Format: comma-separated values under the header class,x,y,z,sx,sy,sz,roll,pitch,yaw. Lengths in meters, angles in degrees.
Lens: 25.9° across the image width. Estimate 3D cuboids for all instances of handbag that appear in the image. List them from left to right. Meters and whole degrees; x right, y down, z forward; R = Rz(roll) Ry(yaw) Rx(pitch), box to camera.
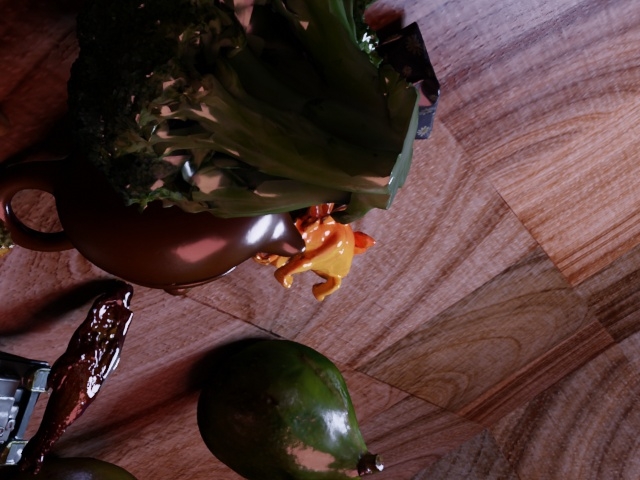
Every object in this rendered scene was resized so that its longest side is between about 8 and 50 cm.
class,x,y,z,sx,sy,sz,roll,pitch,yaw
handbag,0.035,-0.121,1.247,0.139,0.072,0.115,-21,162,-10

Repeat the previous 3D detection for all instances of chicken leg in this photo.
class,x,y,z,sx,sy,sz,roll,pitch,yaw
chicken leg,-0.235,0.130,1.351,0.205,0.053,0.093,-60,-171,-25

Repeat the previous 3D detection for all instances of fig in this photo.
class,x,y,z,sx,sy,sz,roll,pitch,yaw
fig,-0.036,0.232,1.727,0.195,0.245,0.195,-40,155,-23

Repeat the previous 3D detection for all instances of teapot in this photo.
class,x,y,z,sx,sy,sz,roll,pitch,yaw
teapot,-0.138,-0.017,1.098,0.252,0.178,0.135,0,115,4

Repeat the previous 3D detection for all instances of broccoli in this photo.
class,x,y,z,sx,sy,sz,roll,pitch,yaw
broccoli,-0.039,-0.117,0.927,0.265,0.245,0.294,-65,170,26

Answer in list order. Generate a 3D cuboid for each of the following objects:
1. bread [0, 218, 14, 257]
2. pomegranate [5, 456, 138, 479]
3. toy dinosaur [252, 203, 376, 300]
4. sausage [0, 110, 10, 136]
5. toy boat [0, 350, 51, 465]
class,x,y,z,sx,sy,sz,roll,pitch,yaw
bread,-0.287,-0.030,0.958,0.065,0.103,0.187,-31,164,6
pomegranate,-0.342,0.418,1.684,0.323,0.291,0.291,-11,154,-19
toy dinosaur,0.000,0.000,1.483,0.117,0.070,0.288,-45,162,5
sausage,-0.253,-0.096,0.964,0.024,0.024,0.132,-34,158,8
toy boat,-0.350,0.150,1.249,0.296,0.122,0.114,19,91,-66
